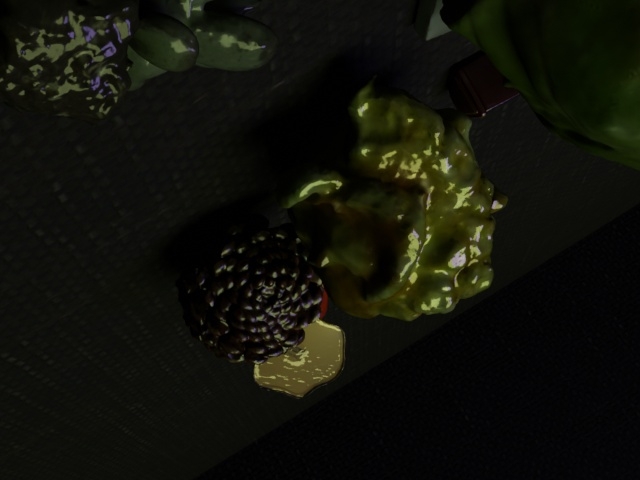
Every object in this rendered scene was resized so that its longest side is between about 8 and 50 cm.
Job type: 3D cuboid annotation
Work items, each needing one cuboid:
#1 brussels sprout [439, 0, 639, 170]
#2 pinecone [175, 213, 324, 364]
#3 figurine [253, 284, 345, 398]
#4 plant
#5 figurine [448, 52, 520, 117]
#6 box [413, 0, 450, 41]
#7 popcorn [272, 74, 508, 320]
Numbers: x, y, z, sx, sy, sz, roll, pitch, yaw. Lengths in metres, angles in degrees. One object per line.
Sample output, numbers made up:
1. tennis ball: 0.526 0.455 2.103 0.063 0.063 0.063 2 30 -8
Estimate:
1. brussels sprout: 0.343 -0.238 0.952 0.425 0.361 0.342 14 122 -40
2. pinecone: -0.112 0.074 1.412 0.221 0.221 0.221 -30 162 -11
3. figurine: -0.063 0.134 1.641 0.181 0.208 0.257 -14 -160 -15
4. plant: -0.157 -0.171 0.760 0.274 0.146 0.149 -11 149 -50
5. figurine: 0.264 -0.238 1.438 0.154 0.082 0.098 -29 175 -14
6. box: 0.173 -0.314 1.136 0.115 0.036 0.177 -28 162 -12
7. popcorn: 0.094 -0.054 1.295 0.274 0.335 0.279 -27 -168 -1
